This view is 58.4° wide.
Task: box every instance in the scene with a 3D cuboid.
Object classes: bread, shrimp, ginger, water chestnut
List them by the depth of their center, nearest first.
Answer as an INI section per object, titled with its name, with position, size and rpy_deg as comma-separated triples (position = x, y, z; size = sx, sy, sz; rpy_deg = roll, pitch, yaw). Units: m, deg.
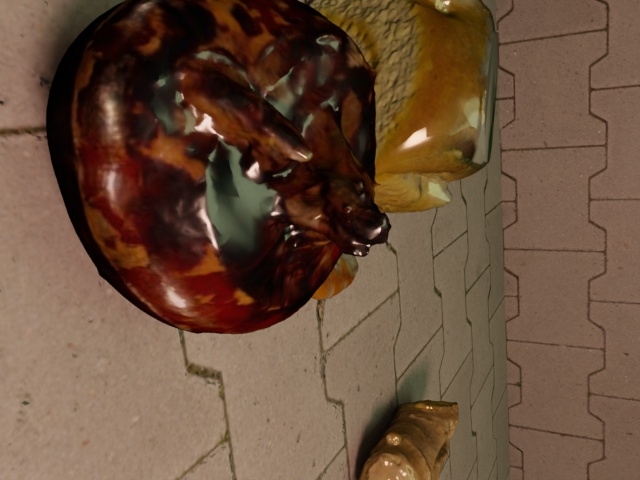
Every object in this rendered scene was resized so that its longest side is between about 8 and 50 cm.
[water chestnut]
position = -0.057, -0.060, 0.467
size = 0.300, 0.300, 0.299
rpy_deg = -3, 93, -62
[shrimp]
position = 0.000, 0.000, 0.820
size = 0.161, 0.049, 0.165
rpy_deg = -21, 101, -59
[bread]
position = 0.129, -0.241, 0.823
size = 0.239, 0.264, 0.394
rpy_deg = 23, 72, -56
[ginger]
position = 0.173, 0.388, 1.060
size = 0.354, 0.127, 0.189
rpy_deg = -36, 116, -54
